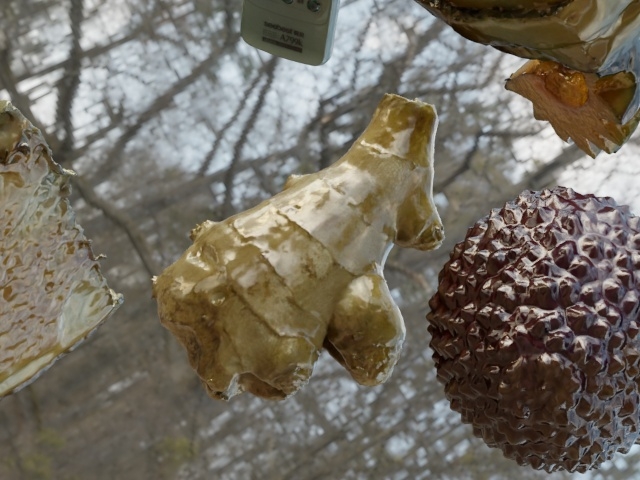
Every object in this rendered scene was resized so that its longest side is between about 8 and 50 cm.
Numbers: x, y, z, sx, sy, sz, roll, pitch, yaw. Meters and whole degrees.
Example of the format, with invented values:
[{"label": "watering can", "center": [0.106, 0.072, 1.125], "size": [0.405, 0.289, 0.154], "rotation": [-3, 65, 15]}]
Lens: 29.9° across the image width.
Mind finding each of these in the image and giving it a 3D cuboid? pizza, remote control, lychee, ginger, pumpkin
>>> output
[{"label": "pizza", "center": [-0.228, 0.026, 0.581], "size": [0.089, 0.323, 0.223], "rotation": [40, -48, 25]}, {"label": "remote control", "center": [-0.011, -0.145, 0.590], "size": [0.053, 0.018, 0.124], "rotation": [21, -49, 12]}, {"label": "lychee", "center": [0.206, 0.089, 1.038], "size": [0.271, 0.271, 0.271], "rotation": [46, -27, 31]}, {"label": "ginger", "center": [0.015, 0.014, 1.220], "size": [0.236, 0.375, 0.166], "rotation": [48, -4, 34]}, {"label": "pumpkin", "center": [0.306, -0.184, 1.249], "size": [0.130, 0.149, 0.254], "rotation": [41, -6, -4]}]

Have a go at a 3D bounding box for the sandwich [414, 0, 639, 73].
[{"label": "sandwich", "center": [0.130, -0.251, 0.619], "size": [0.099, 0.301, 0.271], "rotation": [33, 8, -40]}]
